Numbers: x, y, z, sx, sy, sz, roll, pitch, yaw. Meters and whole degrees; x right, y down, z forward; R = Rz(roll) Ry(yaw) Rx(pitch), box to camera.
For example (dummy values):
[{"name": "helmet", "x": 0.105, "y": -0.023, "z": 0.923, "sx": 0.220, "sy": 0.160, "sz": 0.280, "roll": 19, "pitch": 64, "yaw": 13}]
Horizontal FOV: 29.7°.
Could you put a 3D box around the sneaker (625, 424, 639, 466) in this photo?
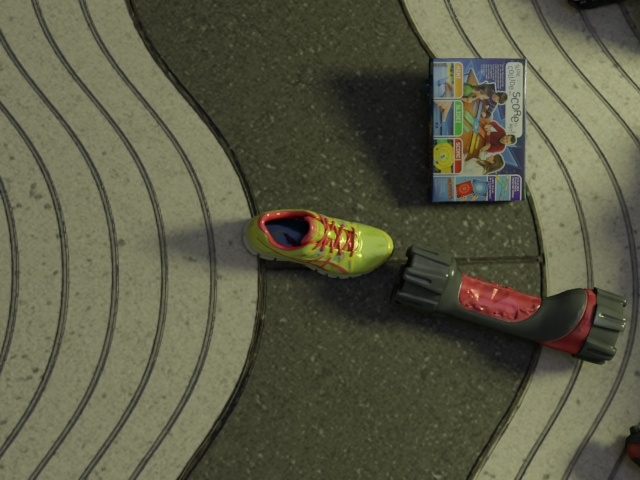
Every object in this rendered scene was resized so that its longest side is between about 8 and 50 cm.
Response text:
[{"name": "sneaker", "x": 0.524, "y": 0.344, "z": 1.602, "sx": 0.276, "sy": 0.097, "sz": 0.135, "roll": 27, "pitch": 73, "yaw": 0}]

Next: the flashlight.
[{"name": "flashlight", "x": 0.257, "y": 0.080, "z": 1.638, "sx": 0.304, "sy": 0.103, "sz": 0.103, "roll": 18, "pitch": 76, "yaw": -2}]

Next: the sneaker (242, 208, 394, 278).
[{"name": "sneaker", "x": 0.000, "y": 0.000, "z": 1.635, "sx": 0.208, "sy": 0.094, "sz": 0.081, "roll": 5, "pitch": 74, "yaw": -6}]

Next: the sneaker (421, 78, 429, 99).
[{"name": "sneaker", "x": 0.210, "y": -0.225, "z": 1.741, "sx": 0.135, "sy": 0.052, "sz": 0.058, "roll": 3, "pitch": 64, "yaw": -11}]

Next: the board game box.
[{"name": "board game box", "x": 0.220, "y": -0.155, "z": 1.693, "sx": 0.136, "sy": 0.035, "sz": 0.201, "roll": 0, "pitch": 96, "yaw": -6}]

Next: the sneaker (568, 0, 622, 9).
[{"name": "sneaker", "x": 0.359, "y": -0.455, "z": 1.770, "sx": 0.321, "sy": 0.124, "sz": 0.180, "roll": 18, "pitch": 74, "yaw": -2}]
